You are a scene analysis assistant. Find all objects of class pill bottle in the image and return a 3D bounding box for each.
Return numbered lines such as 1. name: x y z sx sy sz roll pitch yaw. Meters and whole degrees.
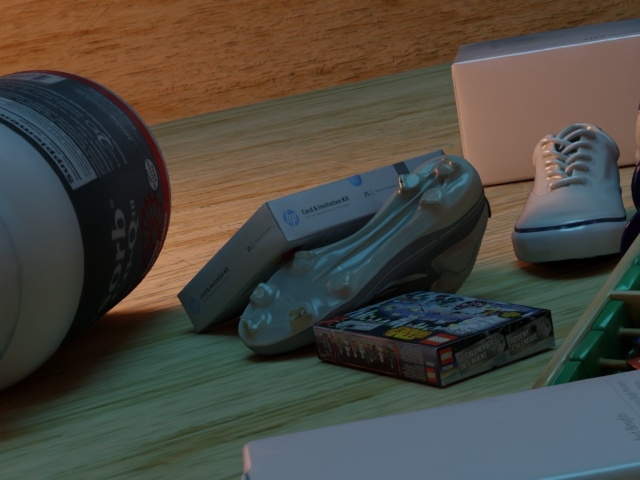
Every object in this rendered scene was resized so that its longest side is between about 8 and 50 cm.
1. pill bottle: -0.250 -0.003 1.189 0.210 0.210 0.363 -7 11 12

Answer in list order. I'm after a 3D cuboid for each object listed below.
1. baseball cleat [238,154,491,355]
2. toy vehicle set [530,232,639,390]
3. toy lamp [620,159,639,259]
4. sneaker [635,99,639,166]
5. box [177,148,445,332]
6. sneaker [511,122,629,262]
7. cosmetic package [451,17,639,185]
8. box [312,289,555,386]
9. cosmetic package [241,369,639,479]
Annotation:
1. baseball cleat: 0.041 0.030 1.162 0.206 0.109 0.072 -36 45 -7
2. toy vehicle set: 0.240 0.018 0.864 0.166 0.035 0.267 -1 34 39
3. toy lamp: 0.265 -0.023 1.221 0.080 0.080 0.275 -6 13 16
4. sneaker: 0.383 -0.095 1.351 0.296 0.131 0.112 2 13 42
5. box: 0.000 0.000 1.249 0.186 0.038 0.145 -20 -16 -41
6. sneaker: 0.198 -0.042 1.328 0.094 0.091 0.258 -8 10 9
7. cosmetic package: 0.262 -0.153 1.763 0.224 0.138 0.225 -8 12 8
8. box: 0.071 0.061 1.062 0.094 0.027 0.137 -17 13 -32
9. cosmetic package: 0.089 0.109 0.627 0.231 0.086 0.117 -11 10 0
